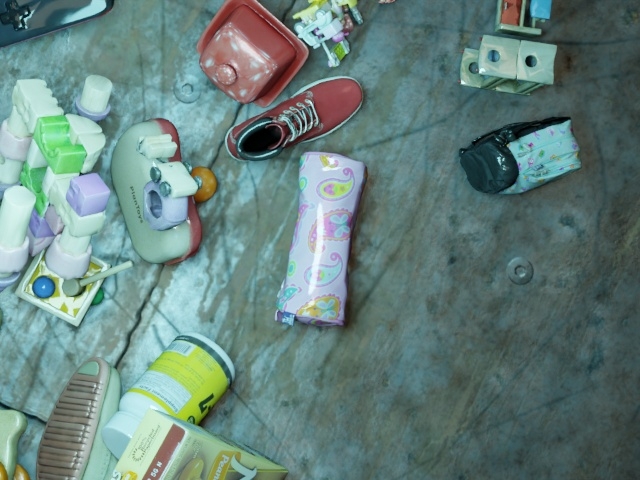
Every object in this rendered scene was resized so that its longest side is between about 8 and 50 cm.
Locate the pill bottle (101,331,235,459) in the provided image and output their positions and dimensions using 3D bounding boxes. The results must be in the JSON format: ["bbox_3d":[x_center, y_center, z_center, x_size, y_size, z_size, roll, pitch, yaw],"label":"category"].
[{"bbox_3d":[-0.235,0.250,1.780,0.119,0.119,0.208,44,55,-4],"label":"pill bottle"}]

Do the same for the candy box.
[{"bbox_3d":[-0.189,0.380,1.733,0.088,0.316,0.183,25,83,33],"label":"candy box"}]

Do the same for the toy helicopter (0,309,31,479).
[{"bbox_3d":[-0.568,0.255,1.782,0.235,0.140,0.355,1,75,5],"label":"toy helicopter"}]

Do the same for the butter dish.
[{"bbox_3d":[-0.128,-0.284,1.829,0.160,0.160,0.118,41,41,-5],"label":"butter dish"}]

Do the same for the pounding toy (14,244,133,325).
[{"bbox_3d":[-0.385,0.060,1.815,0.141,0.100,0.130,28,84,-6],"label":"pounding toy"}]

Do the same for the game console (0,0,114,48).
[{"bbox_3d":[-0.536,-0.489,1.792,0.342,0.060,0.386,-17,95,6],"label":"game console"}]

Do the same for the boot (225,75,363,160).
[{"bbox_3d":[-0.029,-0.191,1.837,0.244,0.176,0.088,-27,100,-8],"label":"boot"}]

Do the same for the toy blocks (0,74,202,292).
[{"bbox_3d":[-0.399,-0.062,1.712,0.309,0.260,0.288,-11,52,-37],"label":"toy blocks"}]

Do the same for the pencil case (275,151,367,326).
[{"bbox_3d":[0.000,0.000,1.866,0.124,0.124,0.284,10,87,-8],"label":"pencil case"}]

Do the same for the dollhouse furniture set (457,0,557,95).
[{"bbox_3d":[0.314,-0.349,1.920,0.129,0.129,0.183,7,88,-8],"label":"dollhouse furniture set"}]

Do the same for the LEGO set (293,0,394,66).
[{"bbox_3d":[0.064,-0.377,1.902,0.287,0.132,0.107,-43,113,-36],"label":"LEGO set"}]

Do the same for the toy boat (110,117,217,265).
[{"bbox_3d":[-0.233,-0.083,1.842,0.151,0.151,0.231,-17,91,-39],"label":"toy boat"}]

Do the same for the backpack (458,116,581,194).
[{"bbox_3d":[0.343,-0.141,1.920,0.182,0.152,0.115,-18,96,-21],"label":"backpack"}]

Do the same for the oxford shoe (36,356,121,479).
[{"bbox_3d":[-0.361,0.384,1.811,0.147,0.140,0.397,17,81,-36],"label":"oxford shoe"}]
